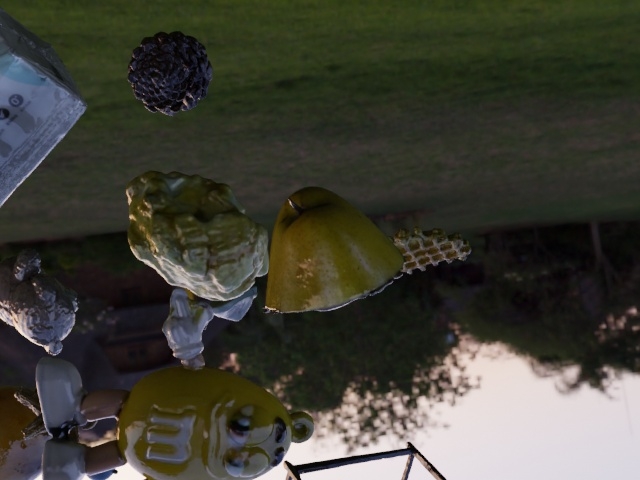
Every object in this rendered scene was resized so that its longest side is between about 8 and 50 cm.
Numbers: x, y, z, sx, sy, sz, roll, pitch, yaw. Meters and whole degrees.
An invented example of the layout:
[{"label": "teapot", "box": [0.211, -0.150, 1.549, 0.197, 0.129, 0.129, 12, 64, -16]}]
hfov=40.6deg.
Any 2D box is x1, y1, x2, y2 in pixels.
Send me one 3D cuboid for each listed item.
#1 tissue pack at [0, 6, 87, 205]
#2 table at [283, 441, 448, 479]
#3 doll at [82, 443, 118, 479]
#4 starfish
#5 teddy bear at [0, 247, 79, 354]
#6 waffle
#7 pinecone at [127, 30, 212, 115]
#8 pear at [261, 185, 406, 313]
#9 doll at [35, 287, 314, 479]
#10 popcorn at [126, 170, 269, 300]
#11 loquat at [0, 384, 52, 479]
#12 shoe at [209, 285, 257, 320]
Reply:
[{"label": "tissue pack", "box": [-0.593, -0.194, 1.452, 0.356, 0.266, 0.194, -46, 136, 7]}, {"label": "table", "box": [0.105, 0.600, 1.788, 0.335, 0.222, 0.272, 1, -156, -32]}, {"label": "doll", "box": [-0.596, 0.576, 2.260, 0.151, 0.086, 0.114, 22, -169, 11]}, {"label": "starfish", "box": [-0.518, 0.338, 1.696, 0.150, 0.209, 0.053, -33, 140, -16]}, {"label": "teddy bear", "box": [-0.647, 0.130, 1.948, 0.267, 0.236, 0.151, 17, -149, 37]}, {"label": "waffle", "box": [0.198, 0.030, 1.713, 0.192, 0.046, 0.161, 4, 144, -10]}, {"label": "pinecone", "box": [-0.288, -0.337, 1.717, 0.162, 0.163, 0.165, -10, -162, 17]}, {"label": "pear", "box": [0.002, 0.000, 1.394, 0.266, 0.178, 0.267, -17, -169, 3]}, {"label": "doll", "box": [-0.262, 0.285, 1.421, 0.423, 0.348, 0.161, -29, -168, 0]}, {"label": "popcorn", "box": [-0.291, 0.007, 1.989, 0.293, 0.292, 0.334, -20, -134, -42]}, {"label": "loquat", "box": [-0.772, 0.479, 2.095, 0.263, 0.263, 0.263, -9, 176, -1]}, {"label": "shoe", "box": [-0.217, 0.172, 2.255, 0.079, 0.078, 0.195, -13, -171, 23]}]
